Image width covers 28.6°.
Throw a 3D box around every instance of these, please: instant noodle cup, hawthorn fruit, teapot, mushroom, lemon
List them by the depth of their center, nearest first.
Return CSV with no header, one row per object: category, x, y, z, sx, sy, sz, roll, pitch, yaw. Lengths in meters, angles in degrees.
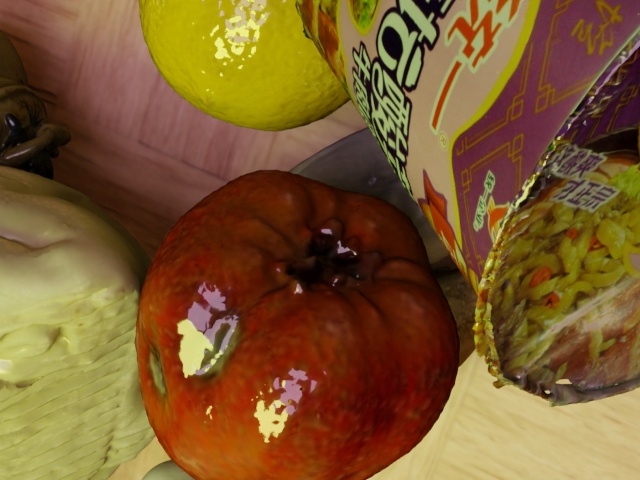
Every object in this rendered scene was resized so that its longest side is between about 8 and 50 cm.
instant noodle cup,0.148,-0.115,0.694,0.266,0.340,0.340,51,118,34
hawthorn fruit,-0.031,0.084,0.815,0.207,0.207,0.243,37,137,9
lemon,-0.030,-0.172,0.855,0.178,0.178,0.203,36,113,9
mushroom,-0.002,-0.002,0.935,0.351,0.097,0.109,-28,82,28
teapot,-0.279,-0.076,0.977,0.182,0.173,0.269,28,144,19

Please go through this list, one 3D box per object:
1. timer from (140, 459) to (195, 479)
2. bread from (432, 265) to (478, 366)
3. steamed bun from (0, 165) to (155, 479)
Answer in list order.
timer,-0.175,0.304,0.998,0.233,0.233,0.240,19,112,15
bread,0.057,0.077,0.922,0.125,0.106,0.082,-28,91,26
steamed bun,-0.296,0.088,0.900,0.394,0.346,0.237,-52,59,23
